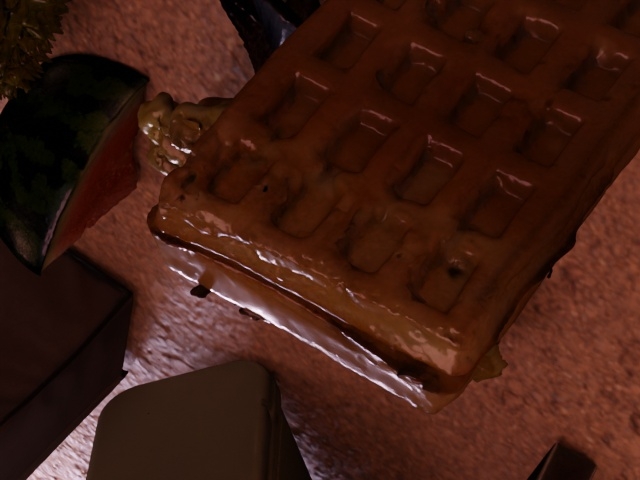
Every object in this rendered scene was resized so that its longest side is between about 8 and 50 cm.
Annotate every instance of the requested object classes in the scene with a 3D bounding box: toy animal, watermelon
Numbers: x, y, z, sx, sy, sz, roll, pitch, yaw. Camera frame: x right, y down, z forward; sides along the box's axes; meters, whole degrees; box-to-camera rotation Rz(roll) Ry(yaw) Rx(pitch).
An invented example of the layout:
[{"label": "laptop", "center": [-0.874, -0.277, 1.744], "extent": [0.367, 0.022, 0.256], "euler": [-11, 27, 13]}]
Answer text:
[{"label": "toy animal", "center": [-0.019, -0.133, 1.313], "extent": [0.218, 0.116, 0.179], "euler": [32, 142, 7]}, {"label": "watermelon", "center": [-0.220, -0.086, 1.568], "extent": [0.145, 0.137, 0.193], "euler": [104, 157, -52]}]

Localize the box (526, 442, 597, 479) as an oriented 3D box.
[{"label": "box", "center": [0.130, 0.319, 1.558], "extent": [0.047, 0.180, 0.325], "euler": [30, 143, 4]}]

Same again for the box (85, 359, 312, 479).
[{"label": "box", "center": [-0.074, 0.352, 1.649], "extent": [0.177, 0.352, 0.344], "euler": [-16, 122, 12]}]

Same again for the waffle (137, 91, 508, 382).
[{"label": "waffle", "center": [0.000, 0.000, 1.412], "extent": [0.325, 0.068, 0.302], "euler": [21, 156, 46]}]

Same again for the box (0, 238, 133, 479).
[{"label": "box", "center": [-0.320, 0.120, 1.743], "extent": [0.188, 0.252, 0.153], "euler": [33, 142, 17]}]

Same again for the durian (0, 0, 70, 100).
[{"label": "durian", "center": [-0.301, -0.207, 1.468], "extent": [0.200, 0.176, 0.237], "euler": [31, 138, 25]}]

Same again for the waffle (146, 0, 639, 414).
[{"label": "waffle", "center": [0.073, -0.066, 1.106], "extent": [0.224, 0.328, 0.098], "euler": [28, 146, 21]}]
